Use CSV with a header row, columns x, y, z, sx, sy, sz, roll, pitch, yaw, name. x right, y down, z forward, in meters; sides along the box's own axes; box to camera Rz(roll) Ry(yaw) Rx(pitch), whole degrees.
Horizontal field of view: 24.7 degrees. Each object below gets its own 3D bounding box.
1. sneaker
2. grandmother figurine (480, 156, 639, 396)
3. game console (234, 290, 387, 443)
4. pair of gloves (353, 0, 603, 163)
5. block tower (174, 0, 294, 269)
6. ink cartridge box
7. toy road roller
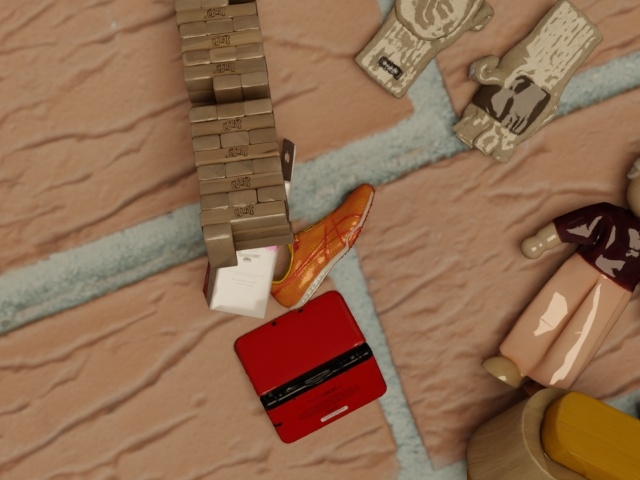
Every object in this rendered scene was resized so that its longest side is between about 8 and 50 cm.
x,y,z,sx,sy,sz,roll,pitch,yaw,name
0.000,0.000,1.701,0.067,0.064,0.175,38,89,-3,sneaker
0.342,0.041,1.746,0.208,0.104,0.342,30,96,-21,grandmother figurine
-0.011,0.152,1.747,0.144,0.085,0.124,-27,133,-4,game console
0.185,-0.223,1.706,0.240,0.042,0.204,32,96,-11,pair of gloves
-0.095,-0.143,1.568,0.097,0.091,0.335,-7,68,0,block tower
-0.081,-0.022,1.656,0.067,0.115,0.198,11,96,-10,ink cartridge box
0.322,0.344,1.687,0.329,0.202,0.241,29,56,-12,toy road roller
